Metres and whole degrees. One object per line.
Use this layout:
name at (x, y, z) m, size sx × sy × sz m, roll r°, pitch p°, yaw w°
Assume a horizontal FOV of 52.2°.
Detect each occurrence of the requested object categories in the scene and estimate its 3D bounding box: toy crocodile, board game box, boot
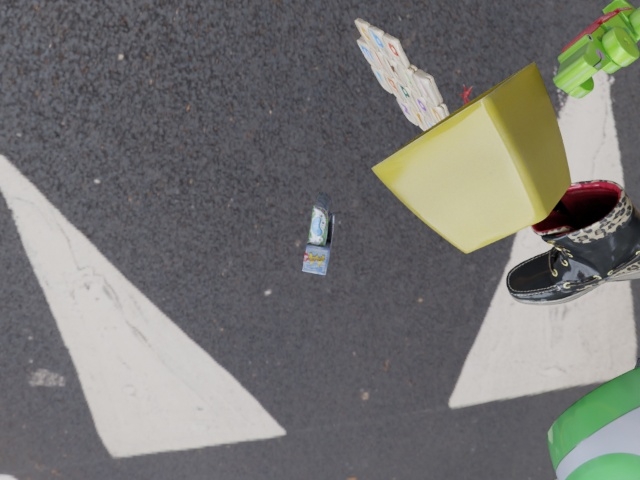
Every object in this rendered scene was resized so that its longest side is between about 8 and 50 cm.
toy crocodile at (0.484, -0.336, 1.110) m, size 0.105 × 0.340 × 0.115 m, roll 53°, pitch 143°, yaw 2°
board game box at (0.000, 0.000, 1.587) m, size 0.060 × 0.194 × 0.194 m, roll 9°, pitch 108°, yaw 1°
boot at (0.523, 0.012, 1.385) m, size 0.377 × 0.138 × 0.284 m, roll -18°, pitch 144°, yaw 38°

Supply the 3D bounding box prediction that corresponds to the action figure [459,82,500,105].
action figure at (0.294, -0.181, 1.249) m, size 0.091 × 0.139 × 0.280 m, roll 13°, pitch 124°, yaw -5°

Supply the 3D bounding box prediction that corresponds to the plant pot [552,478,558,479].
plant pot at (0.476, 0.581, 1.186) m, size 0.256 × 0.256 × 0.274 m, roll -13°, pitch 149°, yaw 7°

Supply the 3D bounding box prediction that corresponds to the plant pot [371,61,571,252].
plant pot at (0.244, -0.108, 0.966) m, size 0.212 × 0.212 × 0.187 m, roll -29°, pitch 96°, yaw 43°

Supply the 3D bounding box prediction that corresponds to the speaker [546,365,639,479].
speaker at (0.239, 0.210, 0.326) m, size 0.131 × 0.296 × 0.131 m, roll -14°, pitch 141°, yaw -12°

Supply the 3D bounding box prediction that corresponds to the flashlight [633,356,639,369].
flashlight at (0.805, 0.453, 1.669) m, size 0.103 × 0.103 × 0.304 m, roll 13°, pitch 94°, yaw -29°

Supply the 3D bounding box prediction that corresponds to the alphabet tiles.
alphabet tiles at (0.168, -0.317, 1.306) m, size 0.021 × 0.284 × 0.278 m, roll -39°, pitch 130°, yaw 1°
